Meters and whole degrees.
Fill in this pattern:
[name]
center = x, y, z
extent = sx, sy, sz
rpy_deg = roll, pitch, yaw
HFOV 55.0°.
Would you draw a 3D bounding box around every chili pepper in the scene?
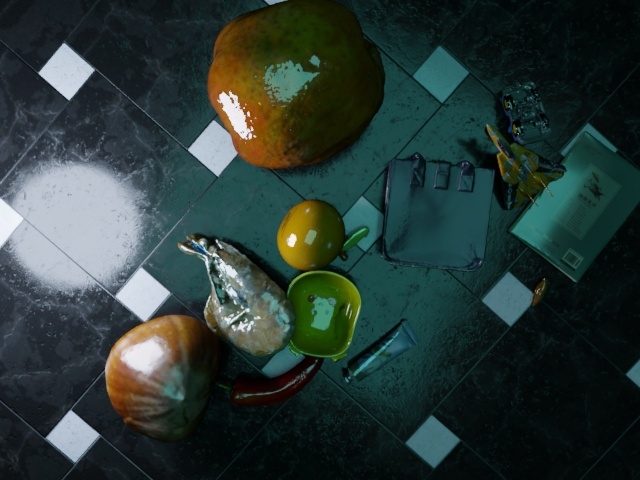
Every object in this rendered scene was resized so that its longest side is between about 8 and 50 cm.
[chili pepper]
center = -0.143, 0.424, 1.860
extent = 0.368, 0.092, 0.137
rpy_deg = -16, 72, -4

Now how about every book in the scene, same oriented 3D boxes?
[book]
center = 0.778, -0.101, 1.834
extent = 0.264, 0.031, 0.379
rpy_deg = 37, 93, -2

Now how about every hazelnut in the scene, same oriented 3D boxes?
[hazelnut]
center = -0.434, 0.385, 1.732
extent = 0.315, 0.372, 0.373
rpy_deg = 1, 94, -28

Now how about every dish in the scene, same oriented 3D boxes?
[dish]
center = 0.005, 0.216, 1.823
extent = 0.221, 0.108, 0.263
rpy_deg = 7, 92, 0

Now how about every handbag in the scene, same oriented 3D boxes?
[handbag]
center = 0.337, -0.084, 1.794
extent = 0.303, 0.122, 0.329
rpy_deg = 6, 94, 1

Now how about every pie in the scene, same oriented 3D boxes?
[pie]
center = -0.253, 0.226, 1.857
extent = 0.195, 0.046, 0.195
rpy_deg = 0, 94, 0

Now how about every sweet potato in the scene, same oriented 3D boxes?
[sweet potato]
center = 0.661, 0.157, 1.852
extent = 0.034, 0.034, 0.095
rpy_deg = 22, 104, -1

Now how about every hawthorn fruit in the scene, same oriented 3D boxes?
[hawthorn fruit]
center = -0.051, -0.400, 1.617
extent = 0.471, 0.472, 0.472
rpy_deg = 0, 94, 1

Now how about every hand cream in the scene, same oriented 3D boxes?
[hand cream]
center = 0.177, 0.346, 1.864
extent = 0.256, 0.055, 0.088
rpy_deg = -35, 97, -4

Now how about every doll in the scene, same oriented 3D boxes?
[doll]
center = 0.000, 0.000, 1.772
extent = 0.236, 0.213, 0.213
rpy_deg = 29, 94, -17

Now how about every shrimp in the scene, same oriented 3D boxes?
[shrimp]
center = -0.249, 0.149, 1.784
extent = 0.221, 0.110, 0.446
rpy_deg = -46, 74, 12

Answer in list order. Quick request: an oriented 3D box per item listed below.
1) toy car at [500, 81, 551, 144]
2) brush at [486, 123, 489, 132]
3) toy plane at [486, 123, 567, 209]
[toy car]
center = 0.593, -0.363, 1.792
extent = 0.097, 0.100, 0.191
rpy_deg = -14, 74, 2
[brush]
center = 0.554, -0.265, 1.832
extent = 0.063, 0.016, 0.193
rpy_deg = -38, 93, 2
[toy plane]
center = 0.545, -0.230, 1.741
extent = 0.204, 0.103, 0.316
rpy_deg = -37, 117, 19
